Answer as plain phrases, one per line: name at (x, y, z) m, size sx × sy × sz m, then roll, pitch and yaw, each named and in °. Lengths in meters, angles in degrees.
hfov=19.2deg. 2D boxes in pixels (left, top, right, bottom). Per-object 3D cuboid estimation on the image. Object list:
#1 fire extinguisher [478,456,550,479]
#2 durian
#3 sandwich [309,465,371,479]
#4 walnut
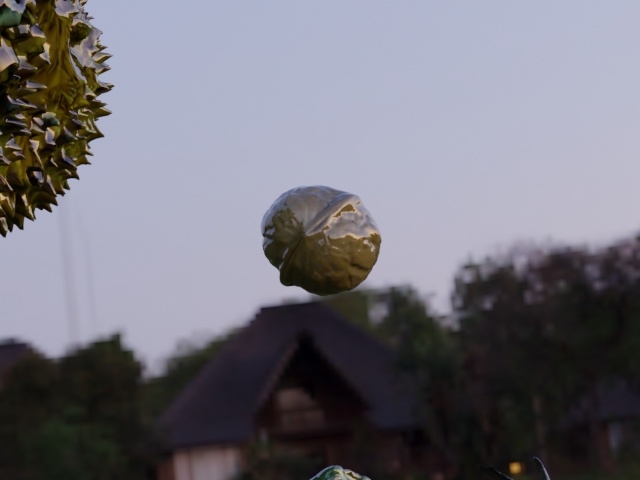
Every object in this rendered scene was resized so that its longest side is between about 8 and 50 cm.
fire extinguisher at (0.095, 0.240, 1.355) m, size 0.231 × 0.099 × 0.071 m, roll -34°, pitch -17°, yaw -28°
durian at (-0.259, -0.124, 1.226) m, size 0.291 × 0.291 × 0.225 m, roll 2°, pitch -12°, yaw -39°
sandwich at (-0.014, 0.217, 0.983) m, size 0.185 × 0.109 × 0.160 m, roll -44°, pitch 13°, yaw 11°
walnut at (0.000, 0.000, 1.326) m, size 0.092 × 0.092 × 0.092 m, roll -6°, pitch -10°, yaw -1°
